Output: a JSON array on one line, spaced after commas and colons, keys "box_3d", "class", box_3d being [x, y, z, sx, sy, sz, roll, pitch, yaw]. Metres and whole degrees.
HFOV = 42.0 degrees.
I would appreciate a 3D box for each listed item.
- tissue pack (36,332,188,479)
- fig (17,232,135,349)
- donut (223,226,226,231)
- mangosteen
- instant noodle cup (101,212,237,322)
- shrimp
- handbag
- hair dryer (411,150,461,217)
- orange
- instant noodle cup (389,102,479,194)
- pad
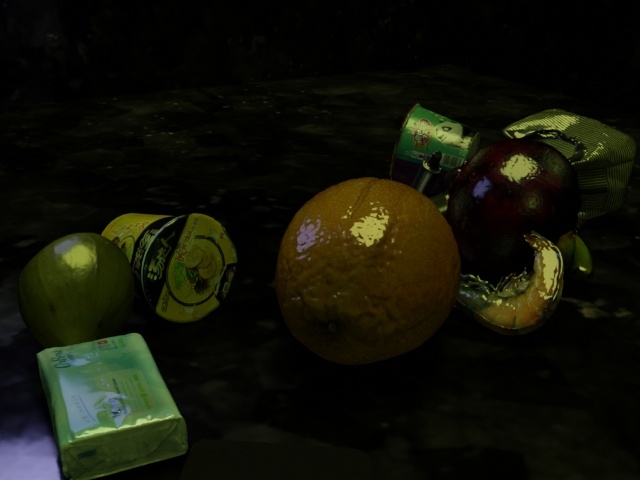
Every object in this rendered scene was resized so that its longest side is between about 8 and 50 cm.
[{"box_3d": [-0.320, 0.240, 1.264, 0.177, 0.089, 0.263, -10, 24, -22], "class": "tissue pack"}, {"box_3d": [-0.414, 0.108, 1.448, 0.202, 0.203, 0.225, -6, 44, -19], "class": "fig"}, {"box_3d": [-0.290, -0.008, 1.895, 0.178, 0.066, 0.162, 12, 24, 25], "class": "donut"}, {"box_3d": [0.448, -0.057, 1.796, 0.359, 0.306, 0.306, 28, 30, 17], "class": "mangosteen"}, {"box_3d": [-0.316, 0.034, 1.642, 0.215, 0.216, 0.236, -18, 22, -39], "class": "instant noodle cup"}, {"box_3d": [0.347, 0.066, 1.642, 0.290, 0.222, 0.054, 18, -17, 44], "class": "shrimp"}, {"box_3d": [0.621, -0.192, 2.187, 0.240, 0.247, 0.340, -17, 35, -36], "class": "handbag"}, {"box_3d": [0.286, -0.098, 1.957, 0.320, 0.156, 0.284, -18, -12, -34], "class": "hair dryer"}, {"box_3d": [0.081, 0.057, 1.459, 0.322, 0.322, 0.357, 9, 30, 16], "class": "orange"}, {"box_3d": [0.321, -0.234, 2.297, 0.190, 0.251, 0.251, 19, 26, 16], "class": "instant noodle cup"}, {"box_3d": [-0.063, 0.337, 1.162, 0.267, 0.004, 0.181, 3, 23, 4], "class": "pad"}]
